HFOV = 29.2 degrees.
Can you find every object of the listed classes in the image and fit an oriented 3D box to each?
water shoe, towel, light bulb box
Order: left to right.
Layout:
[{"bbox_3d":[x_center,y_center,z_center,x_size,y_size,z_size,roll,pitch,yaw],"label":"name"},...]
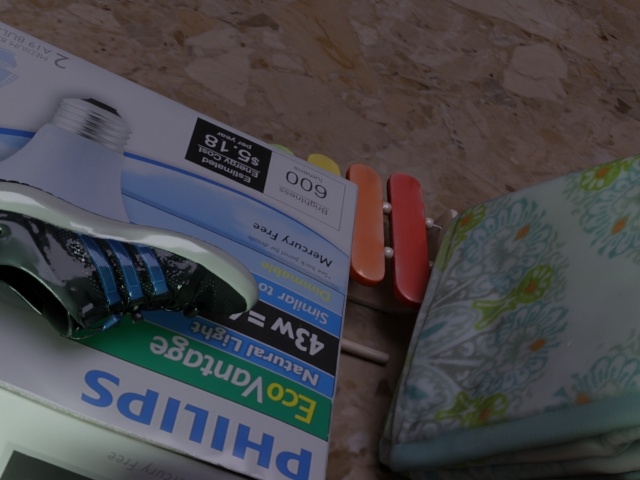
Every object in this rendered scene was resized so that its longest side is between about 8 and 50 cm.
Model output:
[{"bbox_3d":[-0.183,0.067,0.934,0.358,0.225,0.361,23,36,-12],"label":"light bulb box"},{"bbox_3d":[-0.139,0.029,0.780,0.203,0.073,0.080,18,65,-18],"label":"water shoe"},{"bbox_3d":[0.232,0.060,1.078,0.090,0.374,0.320,43,51,-29],"label":"towel"}]

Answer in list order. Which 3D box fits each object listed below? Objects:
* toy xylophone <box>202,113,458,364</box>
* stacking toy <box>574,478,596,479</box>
[{"bbox_3d":[0.000,0.000,1.263,0.323,0.081,0.236,15,40,-22],"label":"toy xylophone"},{"bbox_3d":[0.242,0.343,0.929,0.141,0.141,0.330,1,62,-35],"label":"stacking toy"}]
